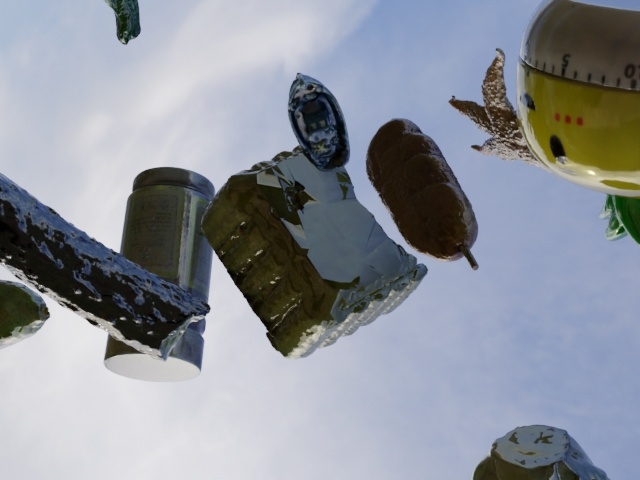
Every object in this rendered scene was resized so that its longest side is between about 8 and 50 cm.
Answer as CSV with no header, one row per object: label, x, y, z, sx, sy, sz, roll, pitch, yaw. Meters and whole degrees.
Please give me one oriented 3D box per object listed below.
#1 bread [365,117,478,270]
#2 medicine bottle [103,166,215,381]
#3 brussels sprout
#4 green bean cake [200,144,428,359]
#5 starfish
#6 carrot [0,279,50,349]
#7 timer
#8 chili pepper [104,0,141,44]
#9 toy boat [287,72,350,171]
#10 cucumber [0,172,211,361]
bread,0.166,-0.066,1.398,0.124,0.084,0.344,-48,-138,21
medicine bottle,-0.252,0.052,1.456,0.151,0.151,0.322,-21,-123,42
brussels sprout,0.273,0.354,1.091,0.244,0.244,0.244,-27,-129,39
green bean cake,0.000,0.000,1.132,0.236,0.233,0.124,55,-45,11
starfish,0.338,-0.214,1.673,0.060,0.299,0.302,-46,-159,-17
carrot,-0.324,0.063,0.665,0.359,0.074,0.074,-6,-115,31
timer,0.329,-0.116,0.931,0.285,0.285,0.285,-27,-129,39
chili pepper,-0.244,-0.267,0.918,0.050,0.182,0.073,-25,-111,21
toy boat,-0.002,-0.130,1.013,0.060,0.137,0.061,-18,-137,2
cucumber,-0.248,0.012,0.841,0.081,0.303,0.072,-50,-163,20
